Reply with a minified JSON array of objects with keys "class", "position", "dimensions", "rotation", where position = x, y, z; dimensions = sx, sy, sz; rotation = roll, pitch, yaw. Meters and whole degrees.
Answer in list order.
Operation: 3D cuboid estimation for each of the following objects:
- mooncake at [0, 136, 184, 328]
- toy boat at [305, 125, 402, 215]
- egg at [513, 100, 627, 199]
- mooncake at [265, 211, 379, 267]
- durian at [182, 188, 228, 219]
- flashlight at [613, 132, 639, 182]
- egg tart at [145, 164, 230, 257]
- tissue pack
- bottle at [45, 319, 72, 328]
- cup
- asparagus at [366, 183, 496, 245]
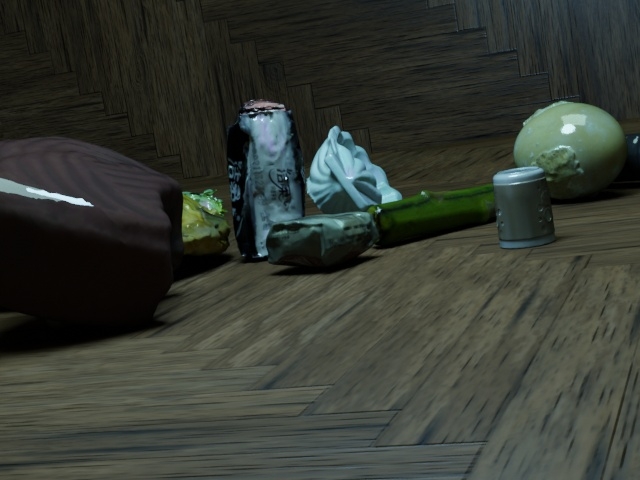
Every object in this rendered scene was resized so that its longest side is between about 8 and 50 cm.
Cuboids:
[{"class":"mooncake","position":[-0.302,-0.019,1.488],"dimensions":[0.334,0.174,0.326],"rotation":[20,16,29]},{"class":"toy boat","position":[0.050,-0.087,1.928],"dimensions":[0.100,0.199,0.290],"rotation":[-40,-5,11]},{"class":"egg","position":[0.402,-0.143,1.907],"dimensions":[0.164,0.164,0.201],"rotation":[-14,8,-33]},{"class":"mooncake","position":[0.000,0.000,1.647],"dimensions":[0.130,0.073,0.125],"rotation":[0,9,41]},{"class":"durian","position":[-0.275,-0.033,2.159],"dimensions":[0.221,0.095,0.137],"rotation":[-10,43,-22]},{"class":"flashlight","position":[0.539,-0.137,1.946],"dimensions":[0.103,0.103,0.424],"rotation":[-15,8,-36]},{"class":"egg tart","position":[-0.365,-0.023,1.862],"dimensions":[0.443,0.178,0.443],"rotation":[-10,7,1]},{"class":"tissue pack","position":[-0.090,-0.110,1.924],"dimensions":[0.123,0.245,0.332],"rotation":[-8,9,-3]},{"class":"bottle","position":[-0.309,0.081,1.522],"dimensions":[0.047,0.063,0.101],"rotation":[-39,-14,35]},{"class":"cup","position":[0.279,-0.048,1.567],"dimensions":[0.102,0.099,0.074],"rotation":[-17,11,-42]},{"class":"asparagus","position":[0.189,-0.045,1.791],"dimensions":[0.278,0.067,0.060],"rotation":[-9,-20,-29]}]
